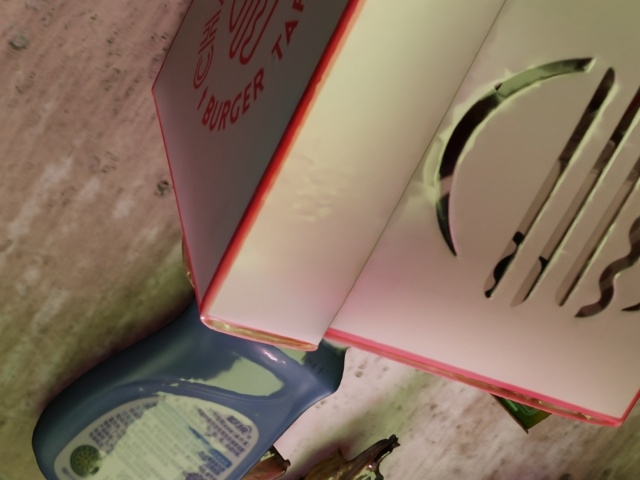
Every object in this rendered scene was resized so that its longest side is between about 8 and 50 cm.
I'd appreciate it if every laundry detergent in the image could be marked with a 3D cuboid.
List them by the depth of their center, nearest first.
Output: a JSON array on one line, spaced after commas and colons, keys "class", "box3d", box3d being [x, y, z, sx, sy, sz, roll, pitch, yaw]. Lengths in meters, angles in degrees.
[{"class": "laundry detergent", "box3d": [-0.079, 0.109, 1.295, 0.290, 0.094, 0.143, -39, 102, 10]}]

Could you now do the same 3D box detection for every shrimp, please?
[{"class": "shrimp", "box3d": [-0.051, 0.219, 1.385, 0.145, 0.059, 0.254, 31, 116, -14]}]

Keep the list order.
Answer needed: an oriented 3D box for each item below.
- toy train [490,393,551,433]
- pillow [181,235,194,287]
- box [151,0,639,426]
[{"class": "toy train", "box3d": [0.203, 0.040, 1.307, 0.225, 0.090, 0.137, -35, 127, 11]}, {"class": "pillow", "box3d": [0.000, 0.003, 1.227, 0.211, 0.135, 0.034, 19, 148, -20]}, {"class": "box", "box3d": [0.096, -0.112, 1.063, 0.300, 0.312, 0.314, 19, 114, -21]}]
